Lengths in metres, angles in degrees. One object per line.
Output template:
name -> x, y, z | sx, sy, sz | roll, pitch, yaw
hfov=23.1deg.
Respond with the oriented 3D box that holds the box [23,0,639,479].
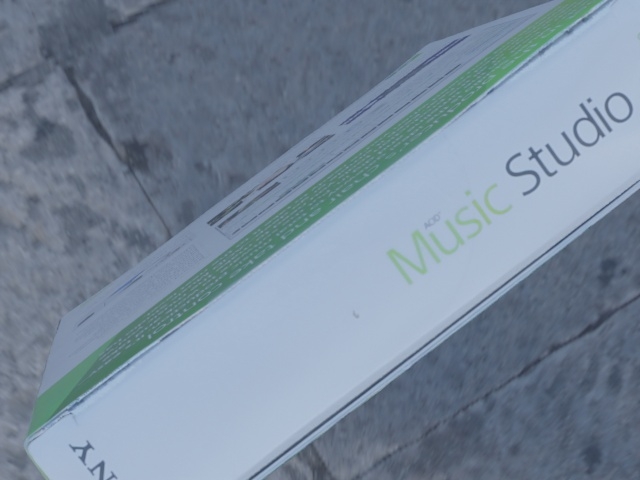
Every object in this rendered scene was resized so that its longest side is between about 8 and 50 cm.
box -> 0.000, 0.000, 0.604 | 0.232, 0.322, 0.058 | -37, 96, -4
